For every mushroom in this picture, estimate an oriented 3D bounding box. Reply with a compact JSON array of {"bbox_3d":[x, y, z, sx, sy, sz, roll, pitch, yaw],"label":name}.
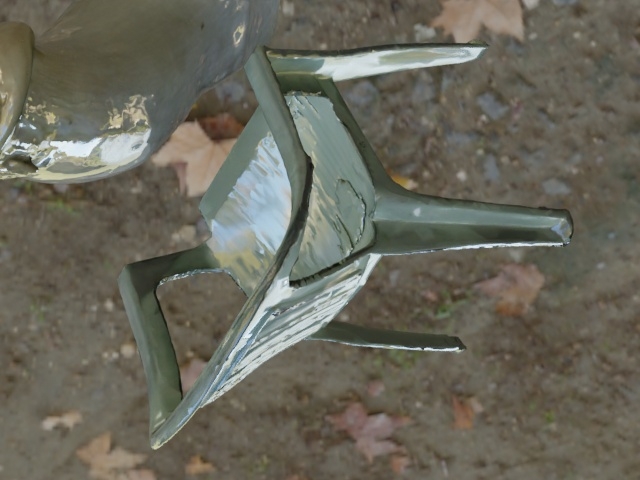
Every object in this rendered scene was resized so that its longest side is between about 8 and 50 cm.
[{"bbox_3d":[-0.149,-0.142,0.908,0.126,0.397,0.177,23,135,12],"label":"mushroom"}]

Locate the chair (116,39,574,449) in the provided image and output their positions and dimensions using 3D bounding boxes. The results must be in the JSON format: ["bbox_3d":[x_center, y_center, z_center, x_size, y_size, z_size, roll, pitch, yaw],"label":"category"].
[{"bbox_3d":[0.000,0.000,0.736,0.274,0.191,0.203,-6,144,-39],"label":"chair"}]
